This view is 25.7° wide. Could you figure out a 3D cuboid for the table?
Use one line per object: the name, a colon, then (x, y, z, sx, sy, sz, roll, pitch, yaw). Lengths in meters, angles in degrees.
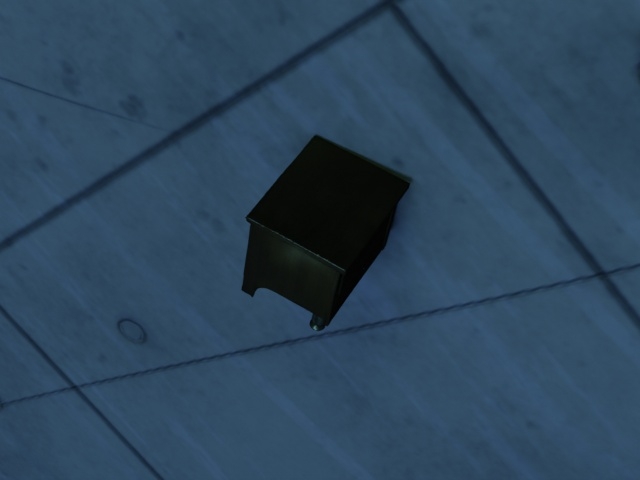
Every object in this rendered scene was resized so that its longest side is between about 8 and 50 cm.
table: (0.000, 0.000, 0.883, 0.070, 0.083, 0.082, 28, 143, 12)
